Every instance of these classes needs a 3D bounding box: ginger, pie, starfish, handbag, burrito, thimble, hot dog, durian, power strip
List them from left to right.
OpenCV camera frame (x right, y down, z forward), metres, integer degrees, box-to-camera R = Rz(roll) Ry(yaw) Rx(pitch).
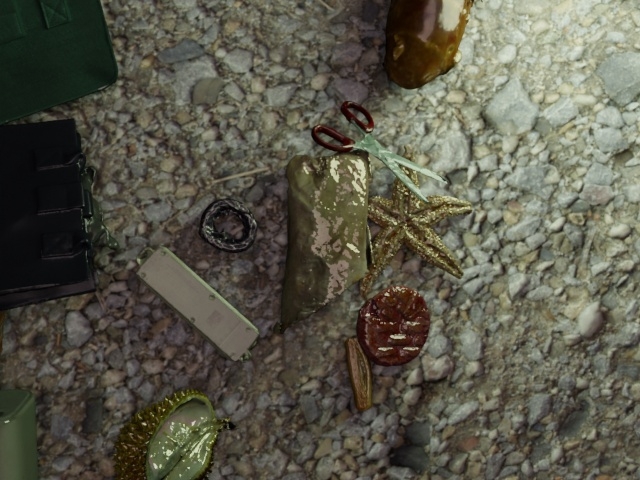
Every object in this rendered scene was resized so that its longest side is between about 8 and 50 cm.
[{"bbox_3d":[-0.520,-0.324,1.640,0.326,0.238,0.089,-22,49,-18],"label":"handbag"},{"bbox_3d":[-0.490,-0.046,1.669,0.269,0.118,0.325,-8,66,-6],"label":"handbag"},{"bbox_3d":[-0.266,0.355,1.702,0.237,0.138,0.193,-15,98,-49],"label":"durian"},{"bbox_3d":[-0.221,0.113,1.755,0.272,0.052,0.078,42,84,-1],"label":"power strip"},{"bbox_3d":[-0.165,-0.027,1.763,0.104,0.066,0.095,14,87,-8],"label":"thimble"},{"bbox_3d":[0.012,0.002,1.762,0.175,0.107,0.348,4,85,11],"label":"burrito"},{"bbox_3d":[0.074,0.244,1.790,0.044,0.028,0.137,-12,87,8],"label":"hot dog"},{"bbox_3d":[0.134,0.156,1.782,0.154,0.036,0.154,0,90,-21],"label":"pie"},{"bbox_3d":[0.173,-0.015,1.807,0.231,0.048,0.295,20,86,-5],"label":"starfish"},{"bbox_3d":[0.243,-0.466,1.778,0.254,0.176,0.418,14,80,1],"label":"ginger"}]

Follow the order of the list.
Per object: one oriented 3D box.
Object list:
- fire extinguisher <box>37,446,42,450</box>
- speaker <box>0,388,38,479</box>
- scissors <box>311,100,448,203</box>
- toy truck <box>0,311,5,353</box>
[{"bbox_3d":[-0.556,0.344,1.712,0.132,0.039,0.056,36,103,-3],"label":"fire extinguisher"},{"bbox_3d":[-0.675,0.368,1.609,0.406,0.183,0.184,-4,101,0],"label":"speaker"},{"bbox_3d":[0.112,-0.157,1.761,0.248,0.017,0.144,36,48,12],"label":"scissors"},{"bbox_3d":[-0.693,0.154,1.645,0.305,0.162,0.136,10,117,-5],"label":"toy truck"}]
